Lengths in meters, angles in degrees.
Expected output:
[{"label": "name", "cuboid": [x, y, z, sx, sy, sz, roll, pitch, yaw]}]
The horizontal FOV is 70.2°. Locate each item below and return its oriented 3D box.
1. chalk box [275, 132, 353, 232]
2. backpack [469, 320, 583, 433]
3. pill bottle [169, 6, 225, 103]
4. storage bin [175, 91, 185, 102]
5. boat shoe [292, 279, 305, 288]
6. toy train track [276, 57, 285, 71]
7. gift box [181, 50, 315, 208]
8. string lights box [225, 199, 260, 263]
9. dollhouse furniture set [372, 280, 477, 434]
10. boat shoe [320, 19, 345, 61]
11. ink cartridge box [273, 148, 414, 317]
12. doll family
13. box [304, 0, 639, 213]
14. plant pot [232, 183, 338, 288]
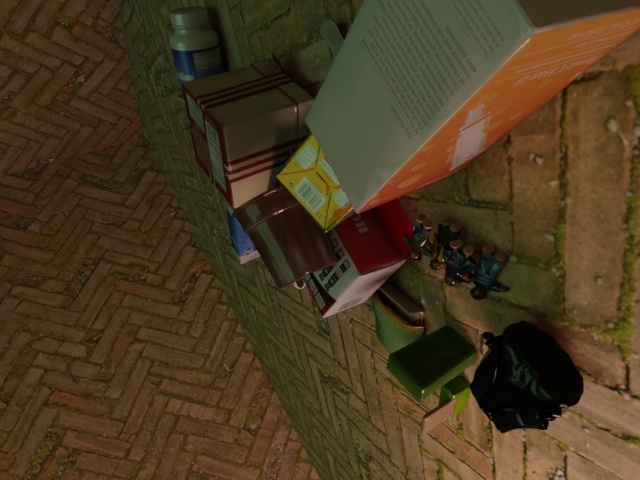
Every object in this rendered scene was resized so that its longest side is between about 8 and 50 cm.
[{"label": "chalk box", "cuboid": [0.050, -0.128, 0.797, 0.132, 0.213, 0.132, 48, 122, 2]}, {"label": "backpack", "cuboid": [0.317, 0.226, 0.717, 0.182, 0.115, 0.152, 97, 154, -50]}, {"label": "pill bottle", "cuboid": [-0.381, -0.568, 1.415, 0.152, 0.152, 0.272, 42, 146, 44]}, {"label": "storage bin", "cuboid": [-0.279, -0.298, 1.316, 0.260, 0.123, 0.262, 35, 151, 45]}, {"label": "boat shoe", "cuboid": [-0.084, 0.044, 1.420, 0.096, 0.098, 0.277, 44, 157, 40]}, {"label": "toy train track", "cuboid": [-0.098, -0.421, 1.129, 0.048, 0.014, 0.083, 123, 126, -70]}, {"label": "gift box", "cuboid": [-0.143, -0.265, 1.054, 0.255, 0.258, 0.277, 50, 150, 30]}, {"label": "string lights box", "cuboid": [-0.254, -0.047, 1.635, 0.077, 0.133, 0.260, 47, 149, 36]}, {"label": "dollhouse furniture set", "cuboid": [0.167, 0.244, 0.996, 0.301, 0.151, 0.198, 42, 146, 44]}, {"label": "boat shoe", "cuboid": [0.039, -0.356, 0.870, 0.046, 0.038, 0.125, -27, 93, 24]}, {"label": "ink cartridge box", "cuboid": [0.031, -0.041, 0.966, 0.310, 0.130, 0.272, 61, 146, 21]}, {"label": "doll family", "cuboid": [0.229, 0.034, 0.782, 0.193, 0.076, 0.112, 43, 143, 36]}, {"label": "box", "cuboid": [0.153, -0.201, 0.544, 0.168, 0.214, 0.345, 63, 154, 10]}, {"label": "plant pot", "cuboid": [-0.056, -0.008, 0.856, 0.165, 0.166, 0.167, 65, 156, 3]}]
